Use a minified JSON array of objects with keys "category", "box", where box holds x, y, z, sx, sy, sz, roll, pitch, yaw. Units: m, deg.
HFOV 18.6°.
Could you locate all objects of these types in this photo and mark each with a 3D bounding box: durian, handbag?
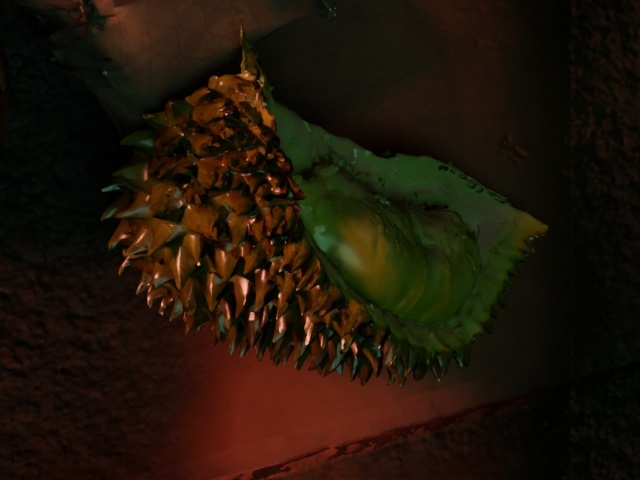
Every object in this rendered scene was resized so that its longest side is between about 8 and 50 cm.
[{"category":"durian","box":[0.000,0.000,1.244,0.352,0.158,0.169,23,76,-47]},{"category":"handbag","box":[-0.126,-0.168,1.111,0.182,0.117,0.270,-36,128,8]}]

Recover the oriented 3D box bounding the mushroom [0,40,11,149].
[{"category":"mushroom","box":[-0.277,-0.098,1.054,0.231,0.194,0.138,8,72,-1]}]
